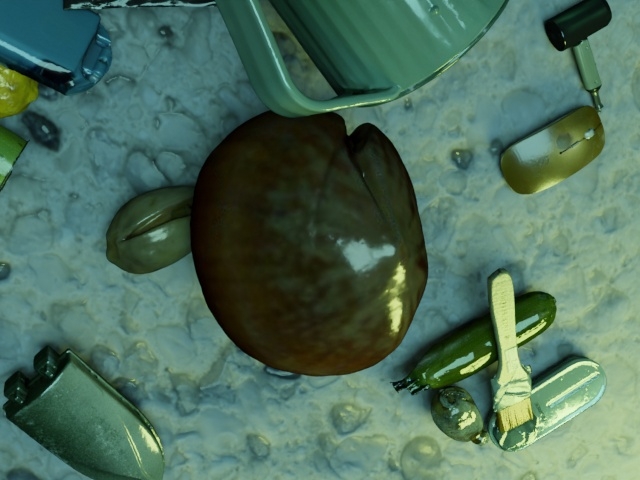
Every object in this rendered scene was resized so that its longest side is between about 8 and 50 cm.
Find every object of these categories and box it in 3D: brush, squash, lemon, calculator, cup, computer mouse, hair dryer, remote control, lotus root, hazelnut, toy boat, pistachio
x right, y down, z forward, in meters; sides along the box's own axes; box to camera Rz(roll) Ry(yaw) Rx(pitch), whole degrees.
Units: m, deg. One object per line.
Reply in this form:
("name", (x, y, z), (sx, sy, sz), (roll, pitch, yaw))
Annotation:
("brush", (0.323, 0.193, 1.491), (0.085, 0.020, 0.337), (-20, 119, -11))
("squash", (-0.527, -0.154, 1.250), (0.188, 0.095, 0.095), (32, 96, -19))
("squash", (0.275, 0.188, 1.530), (0.331, 0.087, 0.087), (-29, 109, -7))
("lemon", (-0.475, -0.236, 1.228), (0.155, 0.114, 0.114), (21, 99, -7))
("calculator", (-0.429, -0.309, 1.198), (0.293, 0.173, 0.051), (27, 134, -19))
("cup", (0.037, -0.380, 1.136), (0.310, 0.401, 0.392), (-26, 124, 31))
("computer mouse", (0.405, -0.155, 1.490), (0.199, 0.045, 0.102), (-28, 112, -4))
("hair dryer", (0.455, -0.306, 1.464), (0.100, 0.057, 0.198), (-27, 118, -4))
("remote control", (0.420, 0.304, 1.614), (0.247, 0.052, 0.104), (-31, 108, -3))
("lotus root", (0.251, 0.318, 1.560), (0.088, 0.088, 0.165), (-42, 130, 1))
("hazelnut", (0.000, 0.000, 1.290), (0.359, 0.359, 0.410), (-15, 112, -9))
("toy boat", (-0.368, 0.310, 1.418), (0.141, 0.092, 0.319), (-41, 117, -1))
("pistachio", (-0.249, -0.018, 1.343), (0.184, 0.124, 0.125), (-24, 109, -15))

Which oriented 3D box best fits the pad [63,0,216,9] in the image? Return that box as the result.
("pad", (-0.261, -0.418, 1.252), (0.232, 0.022, 0.174), (-6, 87, -11))
